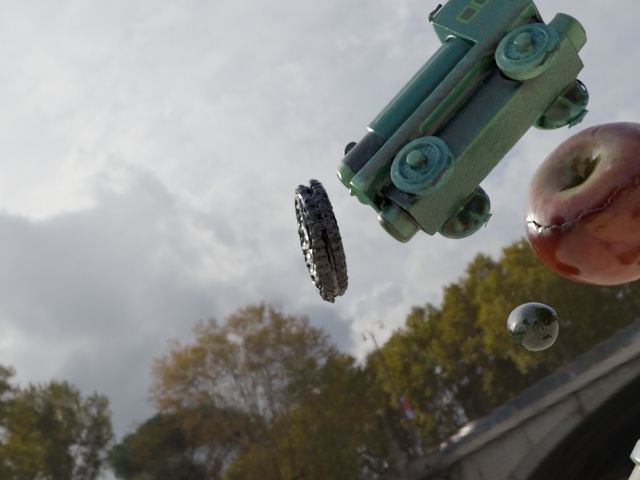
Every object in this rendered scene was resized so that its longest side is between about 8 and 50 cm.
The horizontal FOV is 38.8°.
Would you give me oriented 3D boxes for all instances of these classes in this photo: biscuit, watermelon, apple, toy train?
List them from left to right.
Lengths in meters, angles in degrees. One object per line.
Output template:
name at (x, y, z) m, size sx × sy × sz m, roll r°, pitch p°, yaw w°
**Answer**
biscuit at (0.000, 0.000, 1.404) m, size 0.053 × 0.195 × 0.194 m, roll -15°, pitch -23°, yaw -6°
toy train at (0.147, -0.138, 0.989) m, size 0.298 × 0.194 × 0.120 m, roll -48°, pitch -46°, yaw -2°
watermelon at (0.340, 0.138, 1.458) m, size 0.078 × 0.078 × 0.110 m, roll -19°, pitch 0°, yaw -8°
apple at (0.441, -0.047, 1.380) m, size 0.206 × 0.252 × 0.272 m, roll 44°, pitch -44°, yaw -21°

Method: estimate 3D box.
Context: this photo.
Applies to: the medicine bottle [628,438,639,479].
medicine bottle at (0.163, 0.212, 0.498) m, size 0.218 × 0.074 × 0.074 m, roll -60°, pitch -25°, yaw -4°
